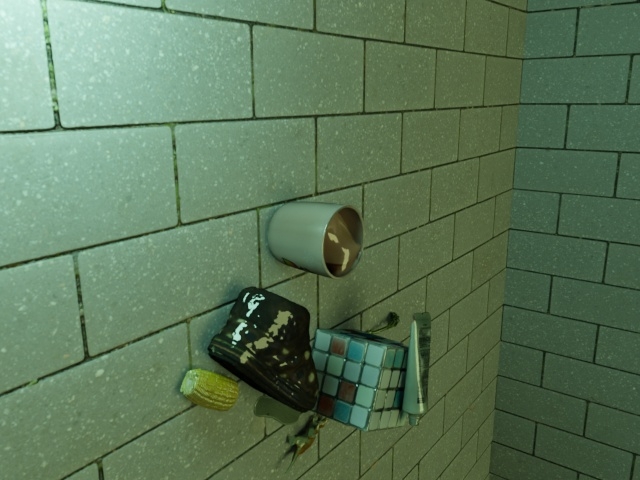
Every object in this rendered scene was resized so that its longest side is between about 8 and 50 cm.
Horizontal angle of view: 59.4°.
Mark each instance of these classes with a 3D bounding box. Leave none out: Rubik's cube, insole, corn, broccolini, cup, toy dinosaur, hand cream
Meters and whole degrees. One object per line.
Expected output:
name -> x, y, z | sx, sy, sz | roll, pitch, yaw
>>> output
Rubik's cube -> 0.129, 0.425, 1.740 | 0.256, 0.253, 0.259 | 16, 84, -54
insole -> -0.119, 0.490, 1.627 | 0.232, 0.003, 0.080 | 37, 69, -51
corn -> -0.264, 0.357, 1.344 | 0.165, 0.063, 0.085 | 42, 74, -48
broccolini -> 0.235, 0.306, 2.030 | 0.194, 0.052, 0.054 | -15, 107, -51
cup -> 0.000, 0.000, 1.499 | 0.253, 0.200, 0.192 | 27, 76, -52
toy dinosaur -> -0.051, 0.620, 1.729 | 0.212, 0.057, 0.142 | -51, 156, -18
hand cream -> 0.292, 0.388, 1.698 | 0.124, 0.077, 0.341 | 7, 85, -54

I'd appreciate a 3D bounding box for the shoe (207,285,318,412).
shoe -> -0.105, 0.276, 1.451 | 0.384, 0.171, 0.237 | 48, 64, -39
